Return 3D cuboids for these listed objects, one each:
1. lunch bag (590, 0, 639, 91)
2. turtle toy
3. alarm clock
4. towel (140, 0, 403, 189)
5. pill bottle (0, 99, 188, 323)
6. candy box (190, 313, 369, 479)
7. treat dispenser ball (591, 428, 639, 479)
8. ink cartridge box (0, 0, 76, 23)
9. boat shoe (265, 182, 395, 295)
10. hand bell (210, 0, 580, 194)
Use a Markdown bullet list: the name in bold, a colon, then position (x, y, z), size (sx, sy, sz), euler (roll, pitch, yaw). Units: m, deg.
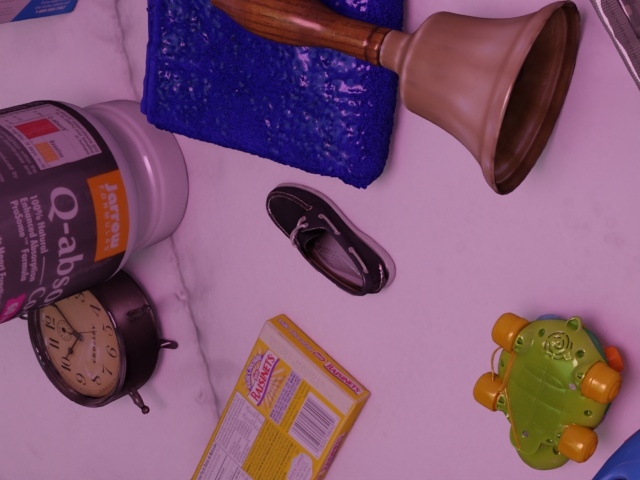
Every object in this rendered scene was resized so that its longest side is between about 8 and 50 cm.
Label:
- **lunch bag**: position (0.281, -0.116, 0.616), size (0.235, 0.169, 0.287), euler (-30, 87, 51)
- **turtle toy**: position (0.159, 0.105, 0.865), size (0.095, 0.066, 0.130), euler (31, 123, 29)
- **alarm clock**: position (-0.220, 0.077, 1.164), size (0.192, 0.064, 0.129), euler (19, 117, 30)
- **towel**: position (-0.042, -0.205, 0.912), size (0.227, 0.076, 0.308), euler (18, 116, 34)
- **pill bottle**: position (-0.246, -0.023, 1.007), size (0.162, 0.278, 0.162), euler (15, 115, 35)
- **candy box**: position (-0.039, 0.171, 1.075), size (0.105, 0.027, 0.206), euler (42, 127, 23)
- **treat dispenser ball**: position (0.263, 0.216, 0.673), size (0.288, 0.288, 0.288), euler (14, 114, 35)
- **ink cartridge box**: position (-0.231, -0.284, 0.998), size (0.078, 0.134, 0.231), euler (46, 128, 18)
- **boat shoe**: position (0.000, 0.000, 0.975), size (0.125, 0.038, 0.046), euler (41, 127, 21)
- **hand bell**: position (0.033, -0.130, 0.824), size (0.242, 0.126, 0.126), euler (23, 119, 22)
